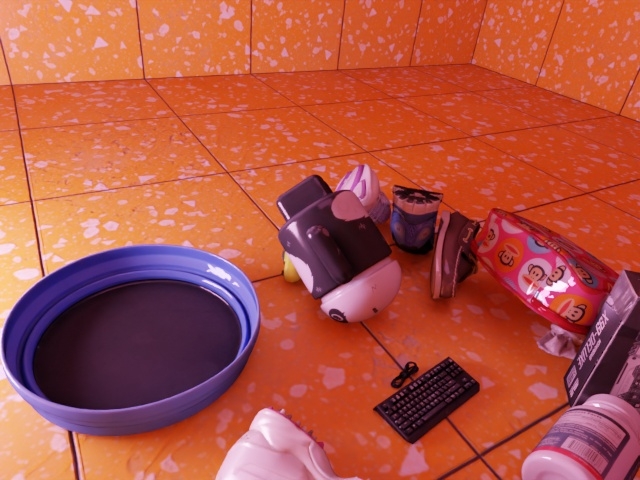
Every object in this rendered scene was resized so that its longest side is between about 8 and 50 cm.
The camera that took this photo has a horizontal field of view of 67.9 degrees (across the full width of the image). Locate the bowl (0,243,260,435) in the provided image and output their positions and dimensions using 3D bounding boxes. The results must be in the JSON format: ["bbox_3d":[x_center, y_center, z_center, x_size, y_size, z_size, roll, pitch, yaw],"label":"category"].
[{"bbox_3d":[-0.296,0.143,0.789,0.392,0.077,0.391,5,33,-3],"label":"bowl"}]

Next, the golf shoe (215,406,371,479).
[{"bbox_3d":[0.003,0.327,0.546,0.306,0.115,0.140,23,47,35],"label":"golf shoe"}]

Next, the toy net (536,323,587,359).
[{"bbox_3d":[0.518,0.168,0.918,0.233,0.045,0.122,-3,34,-14],"label":"toy net"}]

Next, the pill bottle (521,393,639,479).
[{"bbox_3d":[0.366,0.291,0.646,0.180,0.107,0.108,-22,43,-37],"label":"pill bottle"}]

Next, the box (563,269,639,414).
[{"bbox_3d":[0.573,0.189,0.716,0.308,0.242,0.076,13,33,8],"label":"box"}]

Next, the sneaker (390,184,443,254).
[{"bbox_3d":[0.217,-0.050,1.134,0.130,0.147,0.330,13,14,14],"label":"sneaker"}]

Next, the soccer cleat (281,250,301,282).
[{"bbox_3d":[0.000,-0.001,1.048,0.121,0.093,0.289,18,34,10],"label":"soccer cleat"}]

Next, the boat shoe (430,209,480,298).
[{"bbox_3d":[0.298,0.027,1.038,0.097,0.116,0.324,11,27,13],"label":"boat shoe"}]

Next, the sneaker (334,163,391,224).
[{"bbox_3d":[0.119,-0.102,1.130,0.152,0.114,0.305,35,8,-6],"label":"sneaker"}]

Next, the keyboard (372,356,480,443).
[{"bbox_3d":[0.165,0.241,0.767,0.180,0.023,0.108,-19,41,-35],"label":"keyboard"}]

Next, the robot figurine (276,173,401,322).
[{"bbox_3d":[0.028,0.019,0.885,0.209,0.174,0.278,-25,81,-44],"label":"robot figurine"}]

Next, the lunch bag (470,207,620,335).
[{"bbox_3d":[0.457,0.060,0.904,0.259,0.120,0.293,14,25,-25],"label":"lunch bag"}]
